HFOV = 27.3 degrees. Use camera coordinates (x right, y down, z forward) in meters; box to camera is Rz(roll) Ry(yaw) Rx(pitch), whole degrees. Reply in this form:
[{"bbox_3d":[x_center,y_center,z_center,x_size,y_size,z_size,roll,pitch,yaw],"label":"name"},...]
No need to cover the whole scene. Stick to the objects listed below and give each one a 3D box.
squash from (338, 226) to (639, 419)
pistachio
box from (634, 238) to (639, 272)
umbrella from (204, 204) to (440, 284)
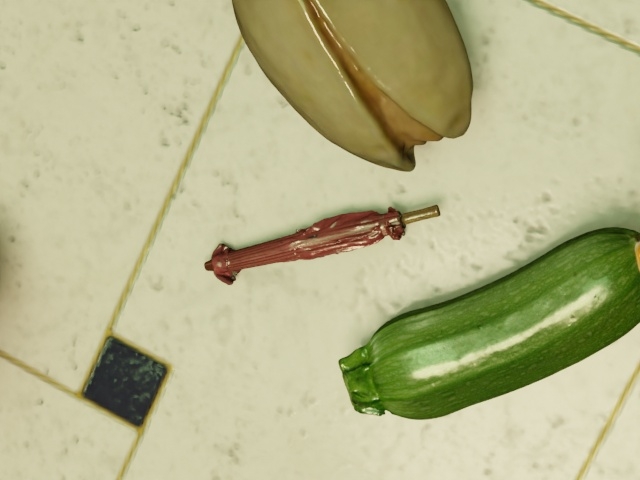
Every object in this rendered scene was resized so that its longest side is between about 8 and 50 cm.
[{"bbox_3d":[0.113,0.057,0.821,0.219,0.068,0.077,-24,134,17],"label":"squash"},{"bbox_3d":[0.018,-0.128,0.802,0.124,0.124,0.185,-38,89,13],"label":"pistachio"},{"bbox_3d":[0.259,0.100,0.720,0.091,0.221,0.274,-17,89,19],"label":"box"},{"bbox_3d":[0.000,0.000,0.868,0.165,0.025,0.027,-13,111,16],"label":"umbrella"}]
